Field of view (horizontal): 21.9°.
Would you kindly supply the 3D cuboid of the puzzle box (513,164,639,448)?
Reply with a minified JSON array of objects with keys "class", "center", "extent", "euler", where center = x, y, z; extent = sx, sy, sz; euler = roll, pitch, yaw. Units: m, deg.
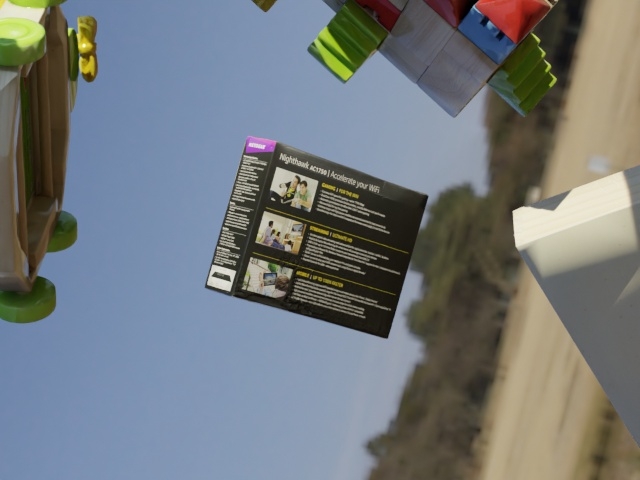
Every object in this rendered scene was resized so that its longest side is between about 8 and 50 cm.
[{"class":"puzzle box","center":[0.383,0.077,1.550],"extent":[0.409,0.272,0.052],"euler":[55,-156,-37]}]

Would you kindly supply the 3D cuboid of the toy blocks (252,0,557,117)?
[{"class":"toy blocks","center":[0.072,-0.271,1.416],"extent":[0.191,0.381,0.261],"euler":[-47,-1,-18]}]

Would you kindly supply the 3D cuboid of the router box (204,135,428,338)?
[{"class":"router box","center":[0.000,0.000,1.400],"extent":[0.179,0.046,0.133],"euler":[18,-92,-39]}]

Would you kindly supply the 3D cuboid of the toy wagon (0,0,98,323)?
[{"class":"toy wagon","center":[-0.256,-0.104,1.470],"extent":[0.344,0.068,0.267],"euler":[-86,0,-60]}]
